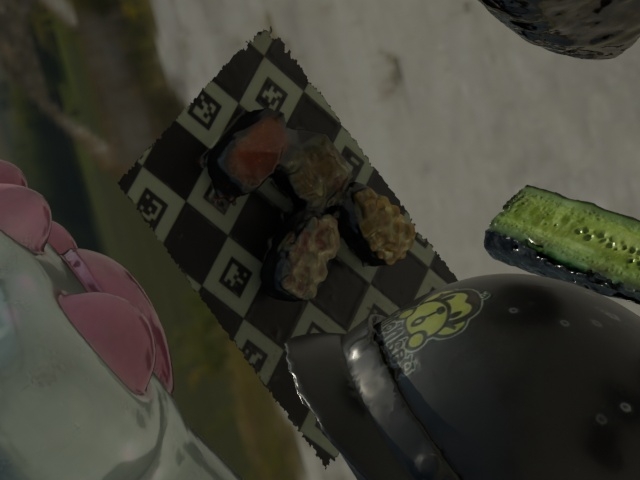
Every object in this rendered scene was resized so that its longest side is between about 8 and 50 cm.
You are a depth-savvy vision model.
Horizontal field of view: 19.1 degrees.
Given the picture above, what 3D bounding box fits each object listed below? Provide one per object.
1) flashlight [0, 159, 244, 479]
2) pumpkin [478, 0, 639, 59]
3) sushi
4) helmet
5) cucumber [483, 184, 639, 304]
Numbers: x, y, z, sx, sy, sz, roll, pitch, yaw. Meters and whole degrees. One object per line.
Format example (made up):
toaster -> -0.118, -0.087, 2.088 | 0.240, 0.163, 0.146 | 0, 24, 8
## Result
flashlight -> -0.021, 0.063, 0.369 | 0.200, 0.047, 0.093 | 52, 174, -22
pumpkin -> 0.123, -0.173, 1.111 | 0.111, 0.163, 0.278 | 63, 153, 20
sushi -> 0.000, 0.000, 1.361 | 0.043, 0.192, 0.279 | -3, 128, 51
helmet -> 0.128, 0.106, 1.047 | 0.279, 0.160, 0.230 | 41, -165, -21
cucumber -> 0.246, 0.017, 1.649 | 0.211, 0.078, 0.062 | 23, 151, 41
